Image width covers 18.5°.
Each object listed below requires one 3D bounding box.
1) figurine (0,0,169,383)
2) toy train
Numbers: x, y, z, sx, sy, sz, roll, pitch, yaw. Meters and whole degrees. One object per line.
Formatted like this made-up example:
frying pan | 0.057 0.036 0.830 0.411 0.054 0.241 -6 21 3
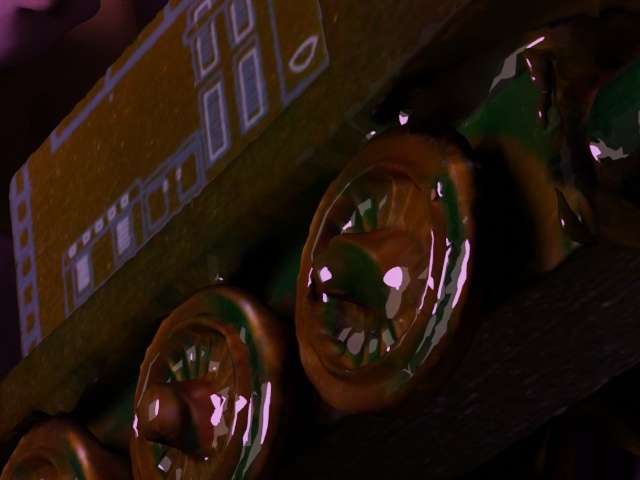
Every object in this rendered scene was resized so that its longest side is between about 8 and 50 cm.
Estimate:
figurine | -0.131 -0.062 0.573 0.382 0.205 0.224 -65 -24 -72
toy train | 0.000 0.000 0.397 0.225 0.090 0.137 -40 50 43
